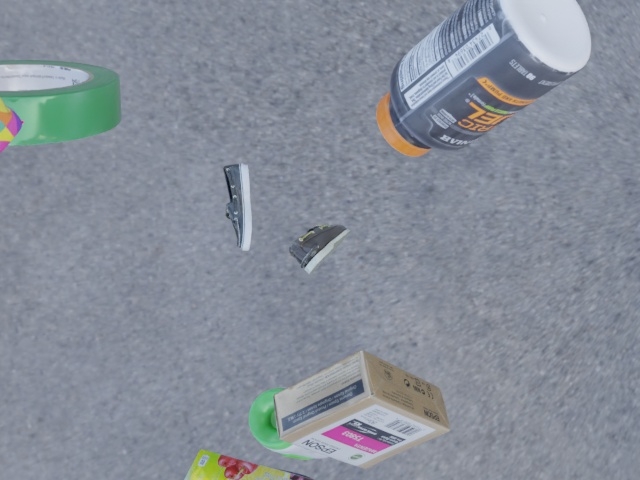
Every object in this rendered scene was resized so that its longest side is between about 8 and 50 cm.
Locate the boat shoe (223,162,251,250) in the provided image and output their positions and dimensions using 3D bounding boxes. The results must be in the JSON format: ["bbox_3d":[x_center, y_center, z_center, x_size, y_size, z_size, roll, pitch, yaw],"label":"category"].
[{"bbox_3d":[-0.133,-0.053,1.322,0.040,0.049,0.142,-2,81,-11],"label":"boat shoe"}]

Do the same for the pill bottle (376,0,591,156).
[{"bbox_3d":[0.165,-0.183,0.923,0.245,0.130,0.130,-34,78,51],"label":"pill bottle"}]

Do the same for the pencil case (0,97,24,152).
[{"bbox_3d":[-0.442,-0.195,0.951,0.104,0.104,0.236,1,137,27],"label":"pencil case"}]

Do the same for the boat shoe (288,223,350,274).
[{"bbox_3d":[0.000,0.000,1.712,0.068,0.228,0.081,40,111,4],"label":"boat shoe"}]

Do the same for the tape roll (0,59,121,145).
[{"bbox_3d":[-0.491,-0.232,1.361,0.321,0.321,0.077,13,113,25],"label":"tape roll"}]

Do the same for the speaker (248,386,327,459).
[{"bbox_3d":[-0.040,0.382,1.719,0.131,0.296,0.131,-6,71,18],"label":"speaker"}]

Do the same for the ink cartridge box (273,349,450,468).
[{"bbox_3d":[0.071,0.287,1.381,0.193,0.234,0.088,-33,48,27],"label":"ink cartridge box"}]

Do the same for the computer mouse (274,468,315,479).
[{"bbox_3d":[-0.052,0.571,1.797,0.272,0.072,0.189,25,104,-9],"label":"computer mouse"}]

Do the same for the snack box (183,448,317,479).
[{"bbox_3d":[-0.087,0.318,0.786,0.174,0.070,0.207,1,53,40],"label":"snack box"}]
